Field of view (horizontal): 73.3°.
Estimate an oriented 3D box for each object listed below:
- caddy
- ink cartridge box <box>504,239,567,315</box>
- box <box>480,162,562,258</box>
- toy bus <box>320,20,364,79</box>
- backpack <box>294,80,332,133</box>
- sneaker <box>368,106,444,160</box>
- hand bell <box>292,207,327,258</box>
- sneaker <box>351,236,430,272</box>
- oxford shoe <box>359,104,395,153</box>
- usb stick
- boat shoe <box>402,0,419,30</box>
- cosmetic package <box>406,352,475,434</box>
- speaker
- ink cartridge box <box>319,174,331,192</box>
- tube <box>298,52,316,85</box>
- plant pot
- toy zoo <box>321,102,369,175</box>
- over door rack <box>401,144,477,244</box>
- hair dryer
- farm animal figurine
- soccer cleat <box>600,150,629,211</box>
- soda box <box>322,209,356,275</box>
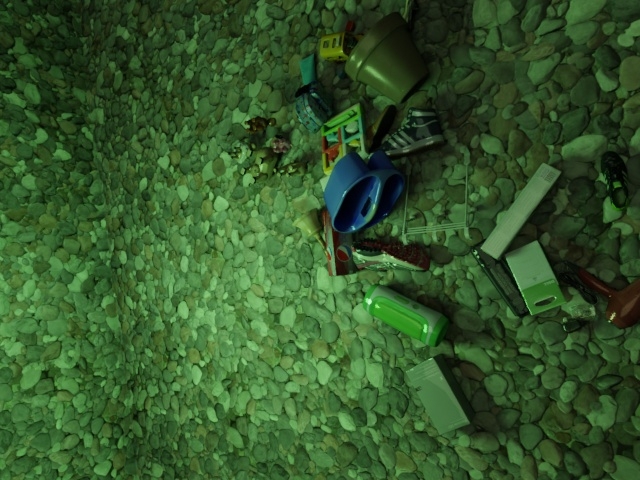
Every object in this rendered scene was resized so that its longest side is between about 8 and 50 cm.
[{"bbox_3d":[0.155,-0.159,1.534,0.341,0.241,0.179,113,142,-51],"label":"caddy"},{"bbox_3d":[0.667,0.117,1.326,0.109,0.062,0.209,-30,59,31],"label":"ink cartridge box"},{"bbox_3d":[0.629,-0.088,1.351,0.067,0.063,0.324,37,102,27],"label":"box"},{"bbox_3d":[0.093,-0.756,1.668,0.202,0.104,0.191,-44,64,31],"label":"toy bus"},{"bbox_3d":[-0.027,-0.519,1.698,0.116,0.158,0.173,-24,41,28],"label":"backpack"},{"bbox_3d":[0.296,-0.384,1.559,0.282,0.099,0.153,-11,88,27],"label":"sneaker"},{"bbox_3d":[0.000,0.000,1.769,0.126,0.126,0.242,-36,84,28],"label":"hand bell"},{"bbox_3d":[0.262,0.068,1.597,0.299,0.121,0.112,12,127,31],"label":"sneaker"},{"bbox_3d":[0.210,-0.424,1.631,0.076,0.076,0.212,43,112,36],"label":"oxford shoe"},{"bbox_3d":[0.597,0.121,1.413,0.077,0.045,0.278,-36,72,19],"label":"usb stick"},{"bbox_3d":[0.333,-0.839,1.555,0.049,0.056,0.152,21,112,25],"label":"boat shoe"},{"bbox_3d":[0.419,0.533,1.502,0.127,0.107,0.238,-37,69,24],"label":"cosmetic package"},{"bbox_3d":[0.305,0.266,1.554,0.296,0.131,0.131,26,104,29],"label":"speaker"},{"bbox_3d":[0.075,-0.217,1.708,0.143,0.092,0.090,-22,80,32],"label":"ink cartridge box"},{"bbox_3d":[-0.046,-0.678,1.802,0.080,0.052,0.207,-14,79,27],"label":"tube"},{"bbox_3d":[0.256,-0.617,1.517,0.229,0.263,0.263,46,115,3],"label":"plant pot"},{"bbox_3d":[0.091,-0.376,1.667,0.192,0.030,0.293,-20,58,32],"label":"toy zoo"},{"bbox_3d":[0.411,-0.147,1.501,0.239,0.108,0.325,-6,74,32],"label":"over door rack"},{"bbox_3d":[0.826,0.148,1.247,0.293,0.080,0.224,-18,81,31],"label":"hair dryer"},{"bbox_3d":[-0.206,-0.358,1.851,0.327,0.172,0.330,-42,77,39],"label":"farm animal figurine"},{"bbox_3d":[0.847,-0.172,1.230,0.060,0.072,0.179,-12,85,32],"label":"soccer cleat"},{"bbox_3d":[0.073,0.007,1.700,0.083,0.092,0.264,166,99,-70],"label":"soda box"}]
